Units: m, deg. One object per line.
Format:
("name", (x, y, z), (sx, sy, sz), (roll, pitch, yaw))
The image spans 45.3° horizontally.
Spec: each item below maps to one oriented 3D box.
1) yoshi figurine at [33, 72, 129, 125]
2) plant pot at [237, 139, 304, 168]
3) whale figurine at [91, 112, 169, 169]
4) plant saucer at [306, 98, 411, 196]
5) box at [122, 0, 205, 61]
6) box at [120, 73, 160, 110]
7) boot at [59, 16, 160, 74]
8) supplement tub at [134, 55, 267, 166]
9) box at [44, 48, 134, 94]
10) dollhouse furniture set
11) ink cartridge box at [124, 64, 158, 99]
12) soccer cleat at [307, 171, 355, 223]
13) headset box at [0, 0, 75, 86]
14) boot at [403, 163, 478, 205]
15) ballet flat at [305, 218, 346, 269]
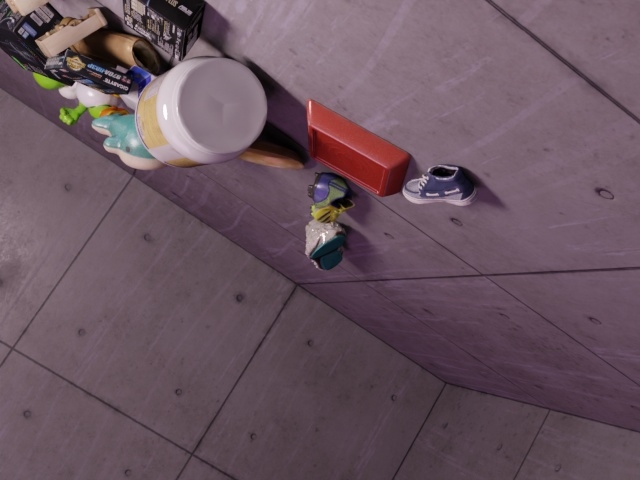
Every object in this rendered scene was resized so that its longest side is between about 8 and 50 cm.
("yoshi figurine", (-0.755, -0.479, 2.367), (0.362, 0.203, 0.203), (28, 152, 29))
("plant pot", (-0.154, -0.233, 2.034), (0.236, 0.032, 0.236), (11, 177, 1))
("whale figurine", (-0.504, -0.301, 2.105), (0.272, 0.141, 0.216), (32, -146, 27))
("plant saucer", (0.071, -0.195, 1.752), (0.259, 0.047, 0.258), (31, 168, 8))
("box", (-0.323, -0.465, 1.570), (0.147, 0.077, 0.180), (33, 168, -6))
("box", (-0.492, -0.414, 2.134), (0.087, 0.102, 0.101), (31, 169, 13))
("boot", (-0.530, -0.478, 2.017), (0.270, 0.089, 0.236), (22, 171, 25))
("supplement tub", (-0.277, -0.291, 1.763), (0.241, 0.241, 0.331), (37, 167, -23))
("box", (-0.593, -0.428, 1.959), (0.175, 0.051, 0.220), (20, 180, -32))
("dollhouse furniture set", (-0.649, -0.583, 1.815), (0.212, 0.161, 0.242), (32, 155, 59))
("ink cartridge box", (-0.357, -0.346, 2.000), (0.333, 0.065, 0.165), (23, 173, -22))
("soccer cleat", (0.037, -0.100, 2.111), (0.121, 0.093, 0.289), (22, 167, 12))
("headset box", (-0.834, -0.593, 2.199), (0.283, 0.131, 0.246), (24, 165, 34))
("boot", (0.236, -0.125, 1.605), (0.190, 0.069, 0.086), (6, 146, 47))
("ballet flat", (0.000, 0.000, 2.531), (0.147, 0.147, 0.409), (30, 167, 8))
